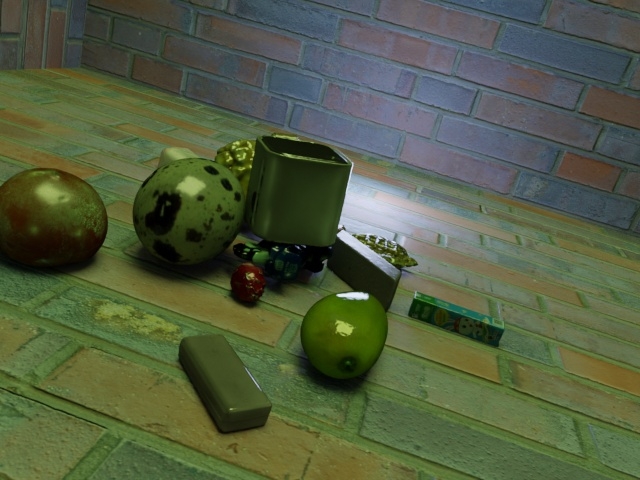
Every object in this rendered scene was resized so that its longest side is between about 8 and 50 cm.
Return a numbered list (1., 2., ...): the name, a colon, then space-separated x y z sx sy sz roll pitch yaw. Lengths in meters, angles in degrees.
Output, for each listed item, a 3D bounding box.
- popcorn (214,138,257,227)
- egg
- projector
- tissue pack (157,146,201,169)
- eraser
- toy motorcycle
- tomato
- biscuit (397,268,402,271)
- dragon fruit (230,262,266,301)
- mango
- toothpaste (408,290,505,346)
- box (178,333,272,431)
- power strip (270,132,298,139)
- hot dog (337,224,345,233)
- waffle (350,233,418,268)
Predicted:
1. popcorn: -0.224 -0.185 1.987 0.274 0.335 0.279 -30 17 -4
2. egg: -0.351 -0.084 1.609 0.288 0.287 0.379 21 24 15
3. projector: -0.070 -0.144 1.659 0.248 0.249 0.248 6 21 -20
4. tissue pack: -0.433 -0.173 1.907 0.124 0.201 0.271 4 23 -43
5. eraser: 0.127 0.086 1.766 0.077 0.111 0.352 2 24 -37
6. toy motorcycle: -0.091 0.038 1.677 0.196 0.125 0.331 25 18 32
7. tomato: -0.665 -0.067 1.436 0.270 0.222 0.270 12 24 -5
8. biscuit: 0.192 0.053 2.020 0.131 0.026 0.237 11 22 -15
9. dragon fruit: -0.201 0.097 1.544 0.094 0.094 0.190 7 17 -22
10. mango: 0.064 0.201 1.366 0.192 0.155 0.343 28 18 8
11. toothpaste: 0.388 0.225 1.664 0.267 0.065 0.050 19 24 8
12. box: -0.192 0.270 1.139 0.103 0.055 0.244 1 25 -35
13. power strip: -0.122 -0.148 1.844 0.092 0.387 0.066 3 -2 -20
14. hot dog: -0.001 0.000 1.965 0.083 0.068 0.289 0 16 30
15. waffle: 0.205 0.029 1.976 0.204 0.054 0.223 0 27 -35
